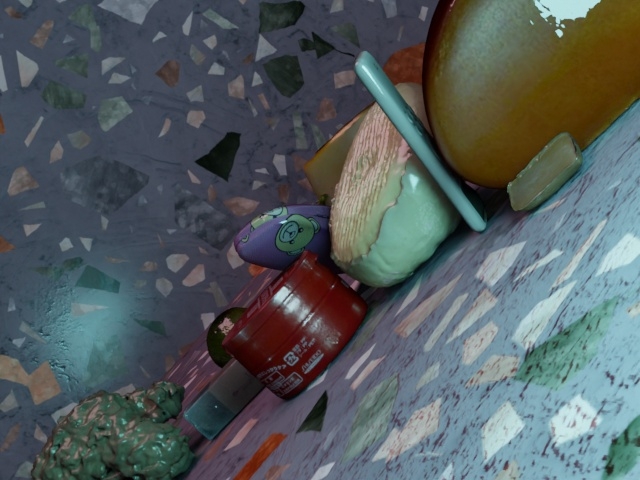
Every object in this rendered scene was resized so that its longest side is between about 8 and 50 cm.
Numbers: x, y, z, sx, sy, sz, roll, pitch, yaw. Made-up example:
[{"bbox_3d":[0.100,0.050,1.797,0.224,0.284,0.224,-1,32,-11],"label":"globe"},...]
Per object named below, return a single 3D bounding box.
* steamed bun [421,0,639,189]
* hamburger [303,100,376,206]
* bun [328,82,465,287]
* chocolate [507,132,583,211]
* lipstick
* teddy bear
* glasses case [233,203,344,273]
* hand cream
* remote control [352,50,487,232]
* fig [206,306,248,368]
[{"bbox_3d":[0.264,-0.253,1.285,0.379,0.248,0.235,-44,7,17],"label":"steamed bun"},{"bbox_3d":[0.107,-0.146,2.044,0.276,0.179,0.294,-39,-1,-41],"label":"hamburger"},{"bbox_3d":[0.117,-0.073,1.517,0.287,0.146,0.287,-163,90,-71],"label":"bun"},{"bbox_3d":[0.251,-0.069,1.207,0.100,0.031,0.064,-49,22,24],"label":"chocolate"},{"bbox_3d":[-0.093,0.188,1.799,0.317,0.066,0.068,-46,5,7],"label":"lipstick"},{"bbox_3d":[-0.347,0.379,1.939,0.357,0.224,0.367,-47,-10,14],"label":"teddy bear"},{"bbox_3d":[0.000,0.000,1.690,0.123,0.075,0.316,-35,-25,30],"label":"glasses case"},{"bbox_3d":[-0.036,0.119,1.558,0.193,0.125,0.193,-46,7,7],"label":"hand cream"},{"bbox_3d":[0.126,-0.121,1.336,0.029,0.261,0.067,-34,13,18],"label":"remote control"},{"bbox_3d":[-0.128,0.185,2.007,0.156,0.123,0.123,13,50,38],"label":"fig"}]
